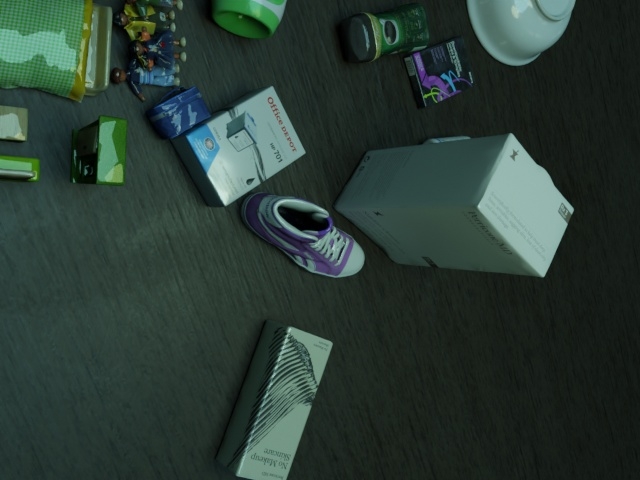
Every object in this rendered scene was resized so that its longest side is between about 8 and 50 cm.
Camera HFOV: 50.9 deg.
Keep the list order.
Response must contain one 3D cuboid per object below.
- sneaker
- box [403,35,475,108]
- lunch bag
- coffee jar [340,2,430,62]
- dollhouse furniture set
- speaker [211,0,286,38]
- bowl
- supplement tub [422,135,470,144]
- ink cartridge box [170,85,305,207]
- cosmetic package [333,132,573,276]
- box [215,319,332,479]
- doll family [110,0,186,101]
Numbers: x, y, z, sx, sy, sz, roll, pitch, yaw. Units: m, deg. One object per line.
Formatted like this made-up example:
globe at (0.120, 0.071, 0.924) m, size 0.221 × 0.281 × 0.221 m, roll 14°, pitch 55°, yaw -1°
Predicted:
sneaker at (-0.001, 0.001, 1.234) m, size 0.282 × 0.161 × 0.102 m, roll 26°, pitch 77°, yaw -32°
box at (0.261, -0.367, 1.458) m, size 0.162 × 0.029 × 0.116 m, roll -29°, pitch 108°, yaw -29°
lunch bag at (-0.236, -0.219, 1.124) m, size 0.098 × 0.067 × 0.065 m, roll -38°, pitch 112°, yaw -26°
coffee jar at (0.127, -0.413, 1.340) m, size 0.184 × 0.079 × 0.096 m, roll -21°, pitch 107°, yaw -31°
dollhouse furniture set at (-0.396, -0.234, 0.971) m, size 0.197 × 0.151 × 0.301 m, roll 2°, pitch 91°, yaw -33°
speaker at (-0.100, -0.511, 1.163) m, size 0.131 × 0.131 × 0.296 m, roll 17°, pitch 83°, yaw -32°
bowl at (0.483, -0.559, 1.530) m, size 0.298 × 0.134 × 0.298 m, roll -2°, pitch 93°, yaw -33°
supplement tub at (0.275, -0.188, 1.452) m, size 0.107 × 0.071 × 0.071 m, roll -9°, pitch 97°, yaw -32°
ink cartridge box at (-0.142, -0.166, 1.181) m, size 0.191 × 0.082 × 0.139 m, roll -37°, pitch 111°, yaw -24°
cosmetic package at (0.234, -0.061, 1.246) m, size 0.217 × 0.385 × 0.156 m, roll 39°, pitch 72°, yaw -27°
box at (-0.083, 0.294, 1.233) m, size 0.113 × 0.094 × 0.275 m, roll 24°, pitch 79°, yaw -31°
doll family at (-0.284, -0.325, 1.086) m, size 0.111 × 0.076 × 0.193 m, roll -12°, pitch 102°, yaw -36°
